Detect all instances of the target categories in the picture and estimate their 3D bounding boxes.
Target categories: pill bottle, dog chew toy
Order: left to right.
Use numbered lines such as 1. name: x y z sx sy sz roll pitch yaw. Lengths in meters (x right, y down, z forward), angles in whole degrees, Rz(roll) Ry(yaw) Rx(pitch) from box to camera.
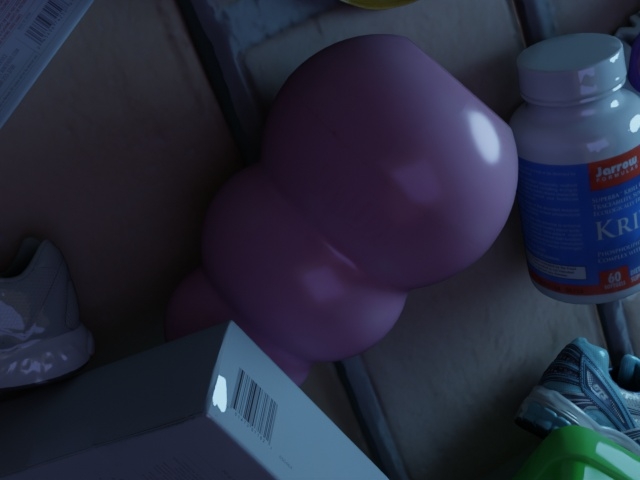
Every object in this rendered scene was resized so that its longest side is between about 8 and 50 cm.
1. dog chew toy: 0.000 0.000 0.915 0.206 0.207 0.332 35 102 -31
2. pill bottle: 0.234 -0.065 1.027 0.124 0.124 0.222 -22 118 -14

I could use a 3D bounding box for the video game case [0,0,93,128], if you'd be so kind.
1. video game case: -0.281 -0.165 0.818 0.183 0.023 0.201 35 95 -31

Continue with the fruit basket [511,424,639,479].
1. fruit basket: 0.315 0.335 1.082 0.392 0.392 0.283 11 126 -27

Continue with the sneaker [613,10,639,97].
1. sneaker: 0.369 -0.219 1.035 0.095 0.104 0.236 36 93 -30

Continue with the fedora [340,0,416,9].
1. fedora: 0.069 -0.266 0.897 0.194 0.079 0.194 -9 114 -20

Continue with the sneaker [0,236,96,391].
1. sneaker: -0.310 0.063 0.870 0.262 0.099 0.121 -14 104 -23

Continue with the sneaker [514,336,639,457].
1. sneaker: 0.333 0.192 1.190 0.283 0.110 0.122 31 86 -35

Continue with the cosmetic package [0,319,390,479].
1. cosmetic package: -0.079 0.248 0.951 0.284 0.097 0.377 -22 126 28
